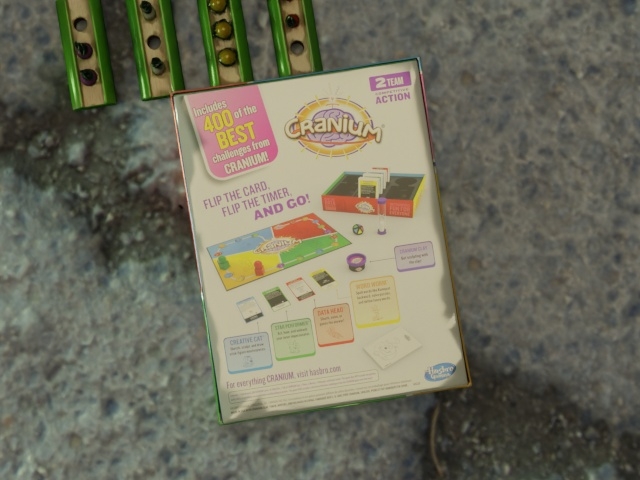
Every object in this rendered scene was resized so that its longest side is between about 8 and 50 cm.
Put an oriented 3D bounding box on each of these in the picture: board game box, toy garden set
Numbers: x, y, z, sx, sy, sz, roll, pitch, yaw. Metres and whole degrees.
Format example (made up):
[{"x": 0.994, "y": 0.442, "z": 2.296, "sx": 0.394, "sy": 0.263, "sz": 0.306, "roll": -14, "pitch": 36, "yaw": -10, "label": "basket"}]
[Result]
[{"x": 0.000, "y": 0.000, "z": 1.526, "sx": 0.242, "sy": 0.064, "sz": 0.317, "roll": -8, "pitch": 88, "yaw": -2, "label": "board game box"}, {"x": -0.133, "y": -0.243, "z": 1.537, "sx": 0.244, "sy": 0.049, "sz": 0.204, "roll": -9, "pitch": 89, "yaw": -2, "label": "toy garden set"}]
